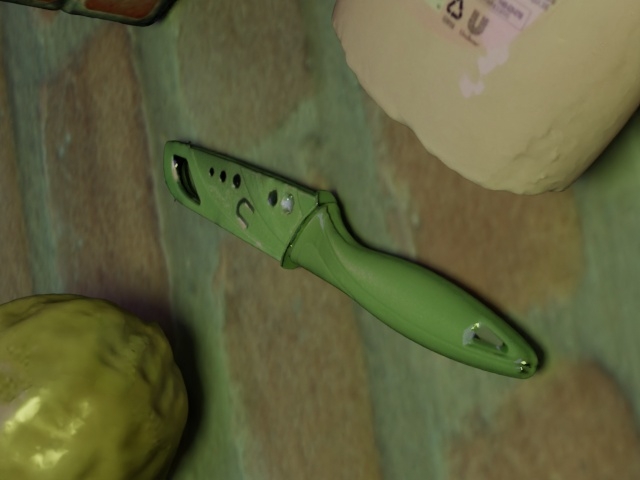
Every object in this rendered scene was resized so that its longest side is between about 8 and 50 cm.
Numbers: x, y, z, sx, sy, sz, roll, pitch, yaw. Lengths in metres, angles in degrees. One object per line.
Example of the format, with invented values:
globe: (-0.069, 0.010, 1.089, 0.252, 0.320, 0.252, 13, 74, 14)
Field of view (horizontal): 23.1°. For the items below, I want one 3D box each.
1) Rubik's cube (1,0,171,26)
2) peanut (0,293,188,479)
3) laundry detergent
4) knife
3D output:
Rubik's cube: (-0.168, -0.314, 0.746, 0.292, 0.287, 0.293, -49, 50, 38)
peanut: (-0.176, 0.132, 0.839, 0.305, 0.147, 0.147, -51, 49, 38)
laundry detergent: (0.118, -0.183, 0.531, 0.159, 0.088, 0.335, 53, 125, 41)
knife: (0.002, 0.000, 0.713, 0.293, 0.020, 0.043, 27, 109, 51)
